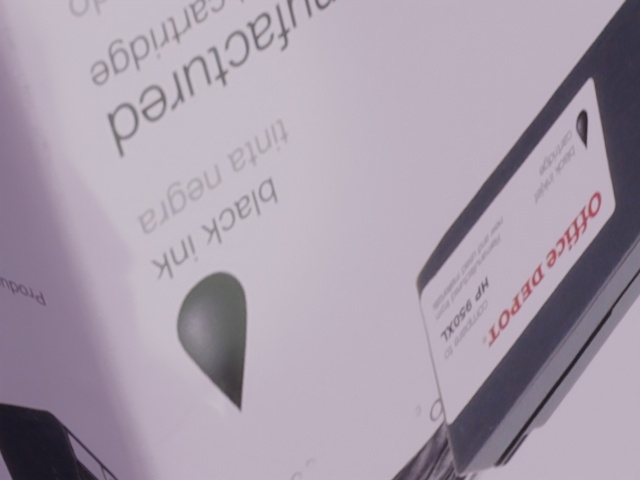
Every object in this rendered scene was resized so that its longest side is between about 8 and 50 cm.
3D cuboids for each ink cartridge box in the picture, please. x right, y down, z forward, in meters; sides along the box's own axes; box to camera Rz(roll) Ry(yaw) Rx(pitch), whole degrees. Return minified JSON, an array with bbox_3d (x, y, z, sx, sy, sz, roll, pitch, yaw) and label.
[{"bbox_3d":[0.000,0.000,0.583,0.285,0.166,0.395,-39,130,-33],"label":"ink cartridge box"}]
